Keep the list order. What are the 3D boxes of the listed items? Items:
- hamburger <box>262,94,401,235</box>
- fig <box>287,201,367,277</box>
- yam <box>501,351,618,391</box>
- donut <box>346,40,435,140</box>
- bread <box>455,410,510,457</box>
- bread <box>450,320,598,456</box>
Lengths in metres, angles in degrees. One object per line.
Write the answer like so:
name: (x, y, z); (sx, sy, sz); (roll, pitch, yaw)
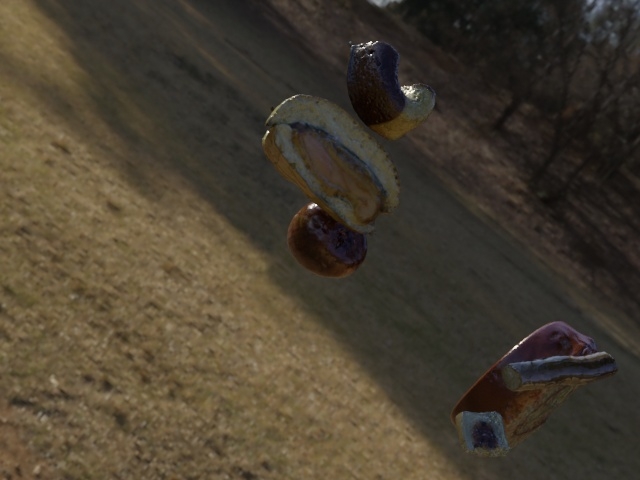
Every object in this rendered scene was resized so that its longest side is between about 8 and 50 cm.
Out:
hamburger: (-0.001, -0.172, 1.804); (0.330, 0.162, 0.209); (40, -1, -31)
fig: (-0.001, -0.006, 1.992); (0.175, 0.175, 0.207); (34, -10, -26)
yam: (0.404, 0.220, 1.553); (0.241, 0.056, 0.057); (-2, 34, -31)
donut: (0.142, -0.279, 1.788); (0.085, 0.141, 0.217); (-12, -34, 41)
bread: (0.252, 0.300, 1.442); (0.083, 0.035, 0.070); (9, 54, -19)
bread: (0.416, 0.308, 1.892); (0.295, 0.327, 0.114); (4, 40, -54)
